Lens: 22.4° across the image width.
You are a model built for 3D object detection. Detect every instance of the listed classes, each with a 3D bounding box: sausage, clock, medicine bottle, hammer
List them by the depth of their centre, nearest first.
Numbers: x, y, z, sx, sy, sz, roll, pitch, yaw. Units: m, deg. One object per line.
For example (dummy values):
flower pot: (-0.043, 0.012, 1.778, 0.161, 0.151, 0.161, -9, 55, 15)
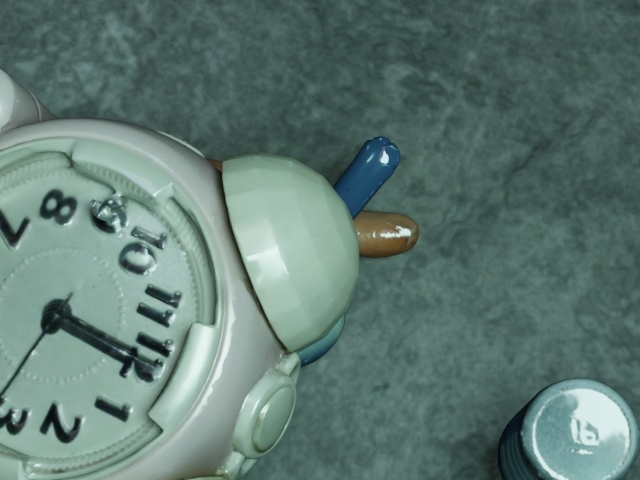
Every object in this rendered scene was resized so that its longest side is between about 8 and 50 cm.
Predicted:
clock: (-0.164, 0.066, 1.161, 0.325, 0.184, 0.342, 23, 88, 21)
medicine bottle: (0.171, 0.156, 1.171, 0.083, 0.203, 0.083, 0, 73, -2)
hammer: (0.000, 0.000, 1.241, 0.116, 0.069, 0.194, 41, 109, 9)
sausage: (-0.013, -0.022, 1.295, 0.186, 0.043, 0.043, 17, 75, 3)
